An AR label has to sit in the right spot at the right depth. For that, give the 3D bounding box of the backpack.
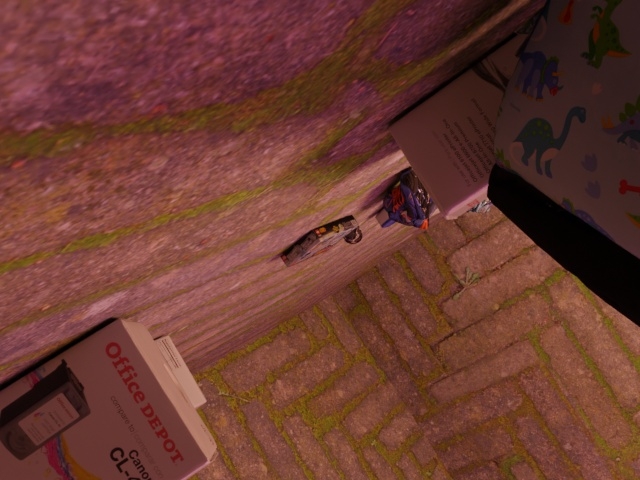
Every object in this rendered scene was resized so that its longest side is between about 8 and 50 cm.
[{"bbox_3d":[0.299,-0.127,0.557,0.273,0.290,0.355,17,115,-39],"label":"backpack"}]

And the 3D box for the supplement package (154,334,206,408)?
[{"bbox_3d":[-0.358,0.299,1.228,0.194,0.149,0.203,-36,171,26],"label":"supplement package"}]

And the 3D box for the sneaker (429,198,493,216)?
[{"bbox_3d":[0.377,-0.117,1.735,0.283,0.122,0.110,-31,172,-17],"label":"sneaker"}]

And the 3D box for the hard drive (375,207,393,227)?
[{"bbox_3d":[0.258,-0.136,1.409,0.210,0.040,0.318,-29,172,-25],"label":"hard drive"}]

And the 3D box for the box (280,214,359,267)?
[{"bbox_3d":[0.000,0.000,1.254,0.094,0.027,0.137,-39,170,34],"label":"box"}]

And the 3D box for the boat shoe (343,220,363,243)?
[{"bbox_3d":[0.064,-0.013,1.400,0.046,0.038,0.125,-33,173,1],"label":"boat shoe"}]

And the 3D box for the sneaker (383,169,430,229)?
[{"bbox_3d":[0.157,-0.069,1.260,0.087,0.083,0.221,2,162,10],"label":"sneaker"}]

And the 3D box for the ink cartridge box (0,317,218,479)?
[{"bbox_3d":[-0.322,0.272,0.889,0.306,0.226,0.131,-33,174,-7],"label":"ink cartridge box"}]

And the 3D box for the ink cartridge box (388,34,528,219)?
[{"bbox_3d":[0.255,-0.163,0.841,0.307,0.129,0.223,-34,173,13],"label":"ink cartridge box"}]
